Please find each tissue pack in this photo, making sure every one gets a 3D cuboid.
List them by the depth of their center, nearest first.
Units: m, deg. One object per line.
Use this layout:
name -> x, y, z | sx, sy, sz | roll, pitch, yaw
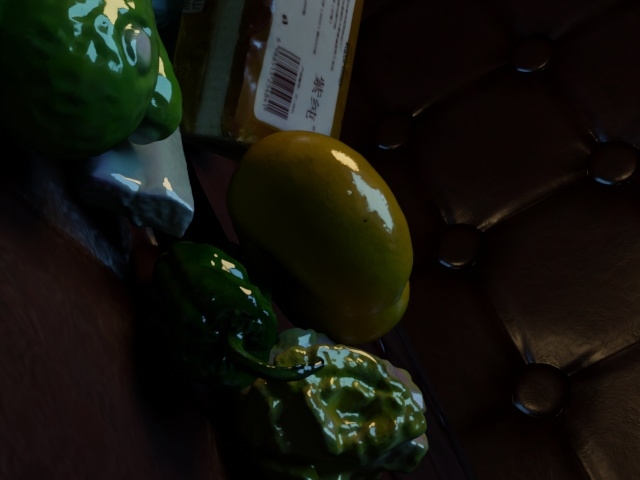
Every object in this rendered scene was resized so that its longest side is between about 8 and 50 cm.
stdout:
tissue pack -> -0.036, -0.178, 0.767 | 0.183, 0.091, 0.226 | 16, 81, -62

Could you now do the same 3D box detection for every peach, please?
peach -> 0.000, 0.000, 0.690 | 0.179, 0.103, 0.179 | 48, -20, 23

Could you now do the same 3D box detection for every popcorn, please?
popcorn -> 0.004, 0.124, 0.625 | 0.145, 0.126, 0.126 | 5, 36, -50

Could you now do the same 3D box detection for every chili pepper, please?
chili pepper -> -0.068, 0.040, 0.594 | 0.100, 0.074, 0.257 | 43, 5, -12

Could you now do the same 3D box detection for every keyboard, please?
keyboard -> -0.091, 0.002, 0.760 | 0.251, 0.017, 0.087 | 63, -15, 11

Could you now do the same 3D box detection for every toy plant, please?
toy plant -> -0.166, -0.185, 0.540 | 0.224, 0.184, 0.316 | 42, 35, -52

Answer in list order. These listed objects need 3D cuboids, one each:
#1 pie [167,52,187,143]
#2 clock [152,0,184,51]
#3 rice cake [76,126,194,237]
pie -> -0.175, -0.248, 0.971 | 0.339, 0.077, 0.339 | 59, 10, -16
clock -> -0.170, -0.303, 0.781 | 0.223, 0.094, 0.274 | -23, 92, -57
rice cake -> -0.142, -0.089, 0.639 | 0.080, 0.042, 0.222 | 17, 33, -30
